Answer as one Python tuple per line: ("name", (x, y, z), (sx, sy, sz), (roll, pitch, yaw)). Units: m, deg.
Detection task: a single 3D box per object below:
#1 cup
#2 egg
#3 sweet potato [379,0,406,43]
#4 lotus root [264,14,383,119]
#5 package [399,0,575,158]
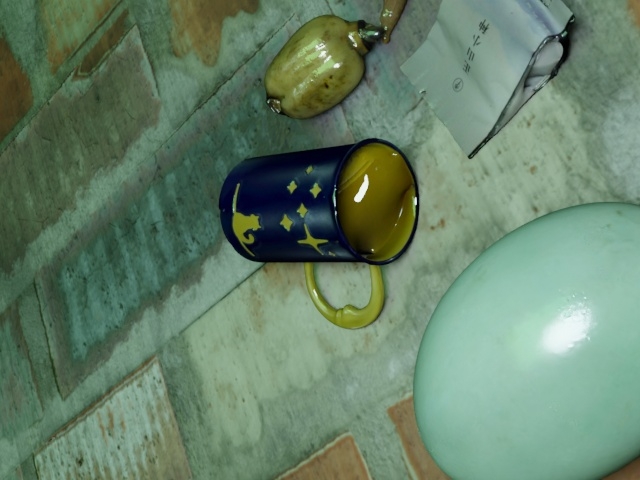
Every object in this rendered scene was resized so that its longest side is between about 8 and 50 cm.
("cup", (-0.014, -0.009, 1.490), (0.256, 0.178, 0.254), (-4, 77, 44))
("egg", (0.263, 0.125, 1.140), (0.389, 0.276, 0.276), (-51, 52, 25))
("sweet potato", (0.112, -0.410, 1.540), (0.068, 0.068, 0.226), (14, 91, 43))
("lotus root", (0.005, -0.272, 1.570), (0.221, 0.125, 0.118), (-37, 16, 25))
("package", (0.231, -0.267, 1.412), (0.251, 0.062, 0.204), (-55, 50, 35))
